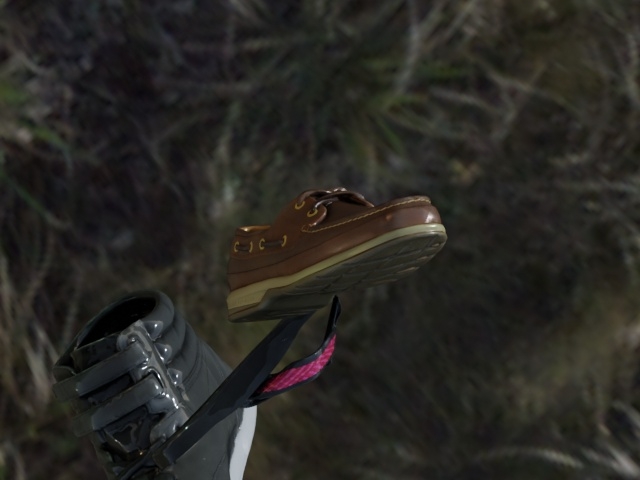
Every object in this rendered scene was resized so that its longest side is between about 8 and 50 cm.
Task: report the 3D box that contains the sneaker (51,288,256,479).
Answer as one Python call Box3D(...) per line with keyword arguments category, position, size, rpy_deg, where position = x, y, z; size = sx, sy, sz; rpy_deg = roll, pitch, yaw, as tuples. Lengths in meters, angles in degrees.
Box3D(category="sneaker", position=(-0.116, 0.148, 1.223), size=(0.104, 0.296, 0.147), rpy_deg=(-28, 121, 19))

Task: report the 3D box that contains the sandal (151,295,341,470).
Box3D(category="sandal", position=(-0.027, 0.079, 1.137), size=(0.040, 0.067, 0.179), rpy_deg=(44, 70, 1))

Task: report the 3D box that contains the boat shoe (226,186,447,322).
Box3D(category="boat shoe", position=(0.000, 0.000, 1.032), size=(0.064, 0.178, 0.060), rpy_deg=(-3, 79, -34))
